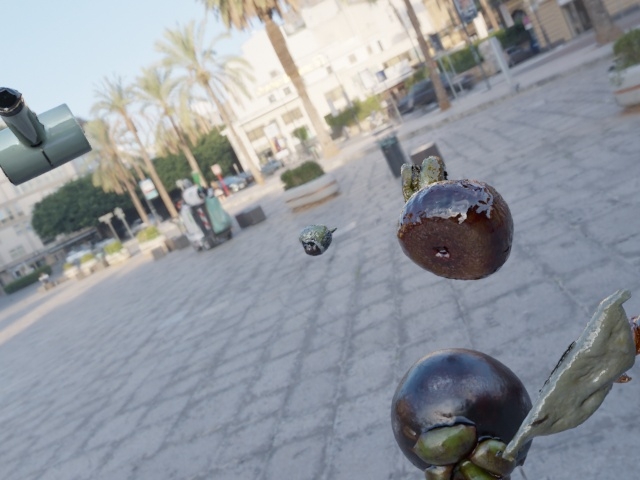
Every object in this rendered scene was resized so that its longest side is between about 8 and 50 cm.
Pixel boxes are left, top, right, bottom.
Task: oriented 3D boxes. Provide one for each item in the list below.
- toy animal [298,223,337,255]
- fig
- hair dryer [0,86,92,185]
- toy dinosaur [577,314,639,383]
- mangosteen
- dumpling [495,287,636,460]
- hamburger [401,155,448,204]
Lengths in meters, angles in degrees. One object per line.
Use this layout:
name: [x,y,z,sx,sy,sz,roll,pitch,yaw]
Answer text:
toy animal: [0.000,0.000,1.815,0.137,0.098,0.098,-3,-7,-35]
fig: [0.199,-0.035,0.797,0.146,0.133,0.201,29,39,22]
hair dryer: [-0.629,-0.245,1.292,0.203,0.128,0.362,-30,-3,-16]
toy dinosaur: [0.682,0.232,1.310,0.432,0.097,0.208,-45,14,55]
mangosteen: [0.304,0.399,1.277,0.307,0.306,0.346,-23,27,20]
dumpling: [0.419,0.233,0.971,0.332,0.086,0.166,-56,-34,9]
hamburger: [0.265,-0.111,1.486,0.114,0.185,0.177,-6,-32,11]
